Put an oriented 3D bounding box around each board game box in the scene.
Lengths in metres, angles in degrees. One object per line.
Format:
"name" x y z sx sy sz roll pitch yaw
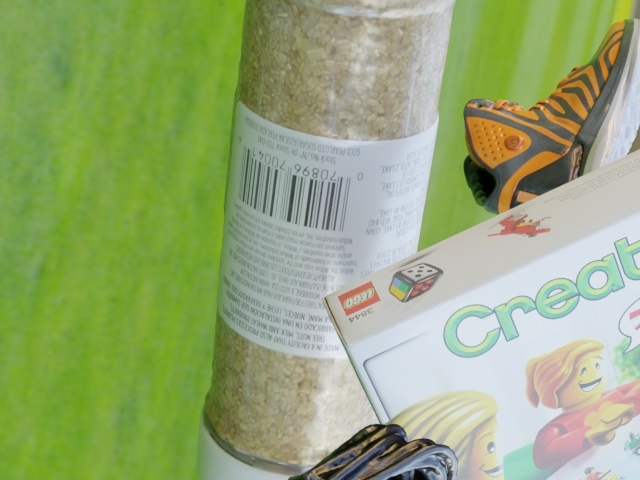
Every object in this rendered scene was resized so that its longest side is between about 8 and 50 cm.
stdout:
"board game box" 0.176 0.045 0.736 0.053 0.305 0.193 -115 179 -57

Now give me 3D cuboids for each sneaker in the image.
"sneaker" 0.253 -0.144 1.629 0.124 0.180 0.321 82 25 -42

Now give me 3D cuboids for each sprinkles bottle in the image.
"sprinkles bottle" 0.000 0.000 0.865 0.121 0.121 0.355 -57 158 -60

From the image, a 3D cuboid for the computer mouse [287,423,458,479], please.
"computer mouse" -0.032 0.184 0.613 0.184 0.060 0.262 -18 129 -45
